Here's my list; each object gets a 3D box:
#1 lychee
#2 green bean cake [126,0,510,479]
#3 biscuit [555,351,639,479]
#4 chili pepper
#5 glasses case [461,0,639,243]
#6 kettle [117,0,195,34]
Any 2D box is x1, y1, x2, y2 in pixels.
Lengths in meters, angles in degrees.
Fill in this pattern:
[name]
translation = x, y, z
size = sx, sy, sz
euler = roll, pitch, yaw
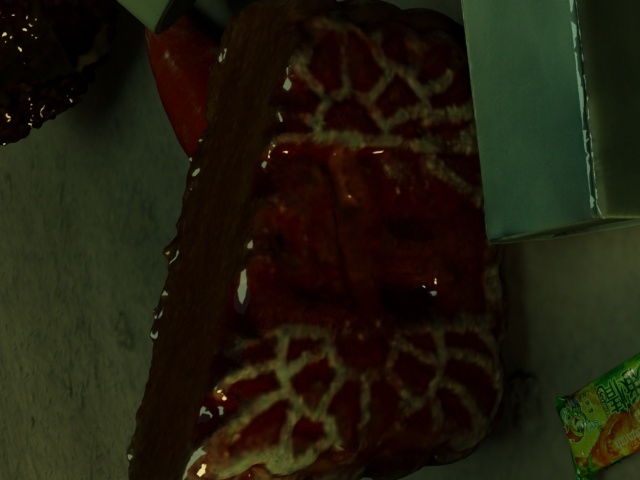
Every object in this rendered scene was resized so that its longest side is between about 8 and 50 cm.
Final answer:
[lychee]
translation = -0.222, -0.162, 1.038
size = 0.188, 0.188, 0.188
euler = 4, 95, 53
[green bean cake]
translation = 0.000, 0.000, 0.734
size = 0.097, 0.198, 0.233
euler = -7, 82, 51
[biscuit]
translation = 0.138, 0.076, 0.700
size = 0.089, 0.016, 0.046
euler = -41, 60, 46
[chili pepper]
translation = -0.051, -0.070, 0.903
size = 0.071, 0.063, 0.272
euler = -62, 35, 19
[glasses case]
translation = 0.106, -0.136, 0.709
size = 0.105, 0.056, 0.266
euler = 163, 102, -67
[kettle]
translation = -0.124, -0.197, 0.890
size = 0.148, 0.127, 0.098
euler = 40, 127, -3
